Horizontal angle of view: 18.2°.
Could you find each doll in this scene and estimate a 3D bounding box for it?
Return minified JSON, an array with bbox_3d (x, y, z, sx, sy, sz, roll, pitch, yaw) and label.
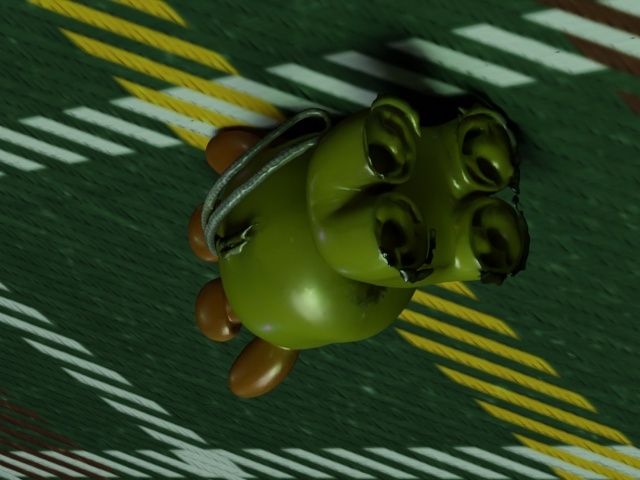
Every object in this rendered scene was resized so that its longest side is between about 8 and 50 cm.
[{"bbox_3d":[0.000,0.000,1.000,0.135,0.143,0.221,-1,171,-39],"label":"doll"}]
